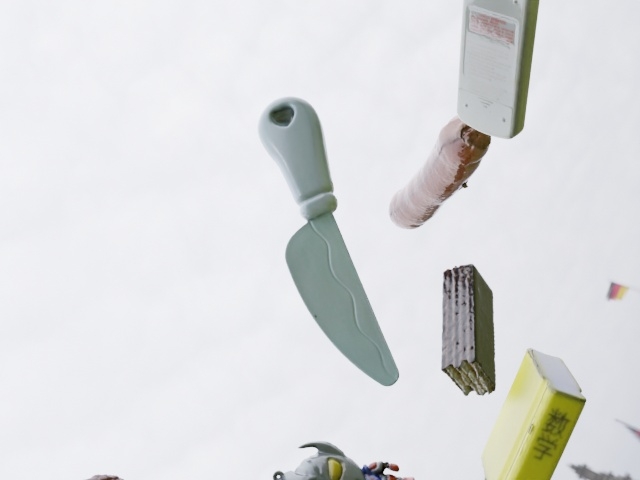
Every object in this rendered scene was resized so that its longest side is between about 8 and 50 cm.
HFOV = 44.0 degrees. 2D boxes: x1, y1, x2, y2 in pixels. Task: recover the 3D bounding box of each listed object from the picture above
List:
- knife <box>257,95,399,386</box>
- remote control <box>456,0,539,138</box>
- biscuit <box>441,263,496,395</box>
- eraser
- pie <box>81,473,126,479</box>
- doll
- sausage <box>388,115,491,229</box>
[{"bbox_3d":[-0.002,0.000,0.833,0.044,0.080,0.331,53,-160,-74],"label":"knife"},{"bbox_3d":[0.194,-0.203,0.878,0.029,0.087,0.190,-34,-43,-31],"label":"remote control"},{"bbox_3d":[0.281,0.170,1.496,0.106,0.070,0.252,49,-145,-37],"label":"biscuit"},{"bbox_3d":[0.323,0.293,1.220,0.158,0.069,0.226,-74,3,-75],"label":"eraser"},{"bbox_3d":[-0.289,0.392,1.069,0.154,0.154,0.036,-24,-20,-44],"label":"pie"},{"bbox_3d":[0.031,0.335,1.079,0.062,0.195,0.104,-66,-18,-77],"label":"doll"},{"bbox_3d":[0.215,-0.117,1.457,0.419,0.094,0.094,118,158,-68],"label":"sausage"}]
